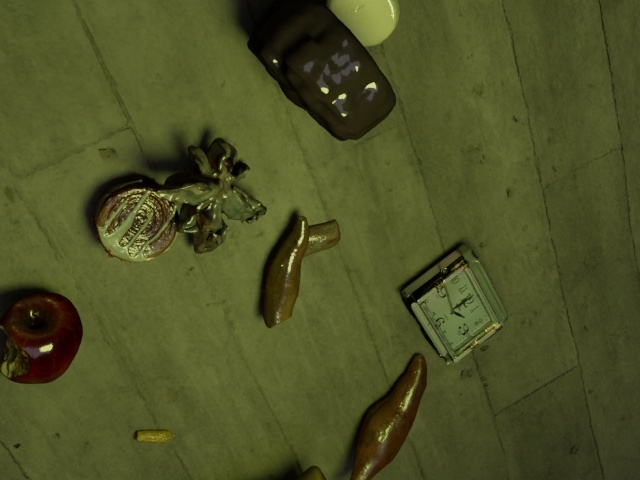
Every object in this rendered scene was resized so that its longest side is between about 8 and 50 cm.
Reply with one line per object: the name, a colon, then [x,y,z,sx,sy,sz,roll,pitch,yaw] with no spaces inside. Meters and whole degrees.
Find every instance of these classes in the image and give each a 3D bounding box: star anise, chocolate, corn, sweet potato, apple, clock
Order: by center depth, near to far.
apple: [-0.509,0.183,1.540,0.147,0.156,0.158,-4,143,-22]
star anise: [-0.192,-0.079,1.562,0.198,0.110,0.258,-53,149,-22]
sweet potato: [-0.070,0.061,1.729,0.077,0.077,0.244,7,104,-27]
chocolate: [0.000,0.000,1.754,0.100,0.031,0.065,-16,122,-18]
corn: [-0.348,0.415,1.788,0.083,0.028,0.027,7,102,-27]
clock: [0.304,0.145,1.928,0.186,0.083,0.253,-36,123,-6]
sweet potato: [0.155,0.433,1.980,0.112,0.112,0.359,40,76,-33]

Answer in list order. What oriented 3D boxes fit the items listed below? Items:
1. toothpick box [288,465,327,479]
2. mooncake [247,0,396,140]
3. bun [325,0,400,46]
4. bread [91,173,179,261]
toothpick box: [-0.088,0.738,1.844,0.425,0.409,0.409,-35,123,-4]
mooncake: [-0.003,-0.291,1.473,0.141,0.283,0.283,-43,123,1]
bun: [0.081,-0.431,1.557,0.138,0.094,0.138,7,123,11]
bread: [-0.339,-0.036,1.558,0.160,0.073,0.161,-10,117,-21]
